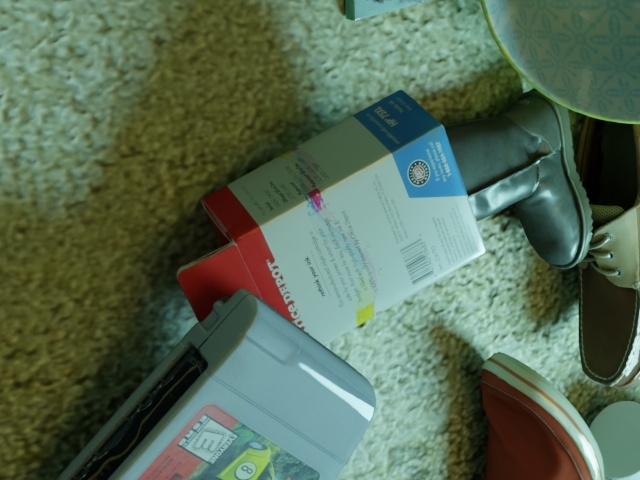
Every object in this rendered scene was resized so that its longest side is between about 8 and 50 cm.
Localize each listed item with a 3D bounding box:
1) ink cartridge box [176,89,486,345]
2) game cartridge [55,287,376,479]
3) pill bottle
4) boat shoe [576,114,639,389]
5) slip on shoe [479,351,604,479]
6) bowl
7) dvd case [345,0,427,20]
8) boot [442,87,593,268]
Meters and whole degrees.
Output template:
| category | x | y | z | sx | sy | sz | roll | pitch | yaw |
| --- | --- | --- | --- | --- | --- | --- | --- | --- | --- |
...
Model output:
| category | x | y | z | sx | sy | sz | roll | pitch | yaw |
| --- | --- | --- | --- | --- | --- | --- | --- | --- | --- |
| ink cartridge box | 0.000 | 0.000 | 1.196 | 0.231 | 0.078 | 0.134 | -29 | 126 | -8 |
| game cartridge | -0.095 | 0.190 | 1.168 | 0.294 | 0.060 | 0.196 | -49 | 138 | 3 |
| pill bottle | 0.365 | 0.238 | 1.641 | 0.186 | 0.112 | 0.112 | 32 | 82 | -45 |
| boat shoe | 0.283 | -0.016 | 1.477 | 0.116 | 0.123 | 0.324 | -1 | 99 | -37 |
| slip on shoe | 0.207 | 0.246 | 1.494 | 0.101 | 0.123 | 0.331 | -36 | 132 | -25 |
| bowl | 0.277 | -0.261 | 1.319 | 0.156 | 0.289 | 0.289 | -80 | 166 | -65 |
| dvd case | 0.066 | -0.233 | 1.250 | 0.119 | 0.013 | 0.087 | -21 | 118 | -39 |
| boot | 0.146 | -0.030 | 1.358 | 0.208 | 0.076 | 0.190 | -30 | 110 | -41 |
